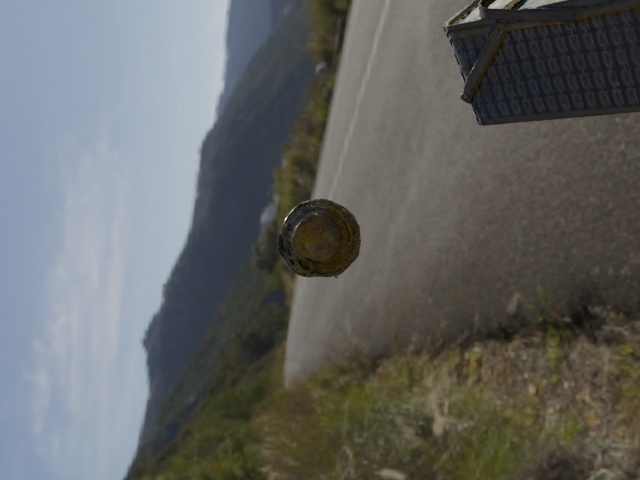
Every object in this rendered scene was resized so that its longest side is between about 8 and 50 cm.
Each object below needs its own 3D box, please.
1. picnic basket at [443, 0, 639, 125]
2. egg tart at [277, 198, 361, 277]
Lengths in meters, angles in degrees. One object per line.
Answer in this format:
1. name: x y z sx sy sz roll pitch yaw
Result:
1. picnic basket: 0.343 -0.285 1.268 0.228 0.313 0.175 -42 -62 -36
2. egg tart: 0.000 0.000 1.456 0.052 0.130 0.130 156 121 -89
